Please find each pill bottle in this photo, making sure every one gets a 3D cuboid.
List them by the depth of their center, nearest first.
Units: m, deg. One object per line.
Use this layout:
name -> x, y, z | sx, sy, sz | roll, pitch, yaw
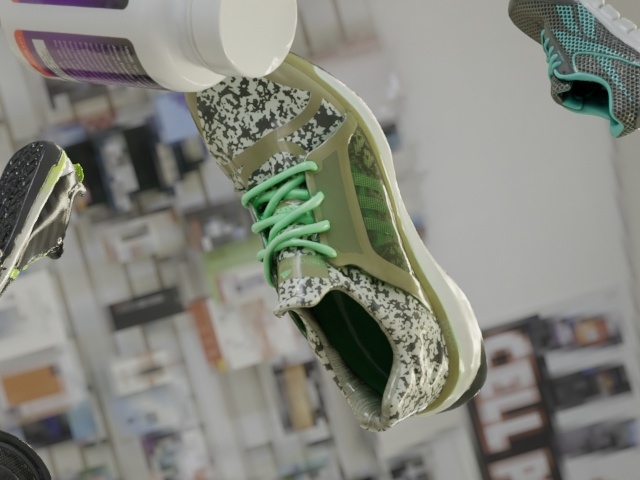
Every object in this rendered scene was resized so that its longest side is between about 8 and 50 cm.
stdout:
pill bottle -> -0.114, -0.155, 1.322 | 0.193, 0.108, 0.108 | 9, -55, 38

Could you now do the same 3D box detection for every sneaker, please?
sneaker -> 0.182, -0.128, 1.384 | 0.166, 0.076, 0.065 | 37, -24, 39
sneaker -> 0.000, 0.000, 1.786 | 0.410, 0.158, 0.182 | 56, 26, -1
sneaker -> -0.306, -0.002, 2.084 | 0.097, 0.084, 0.234 | 49, 51, -34

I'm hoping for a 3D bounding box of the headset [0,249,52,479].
headset -> -0.311, 0.199, 1.735 | 0.243, 0.185, 0.394 | 18, -51, 51
